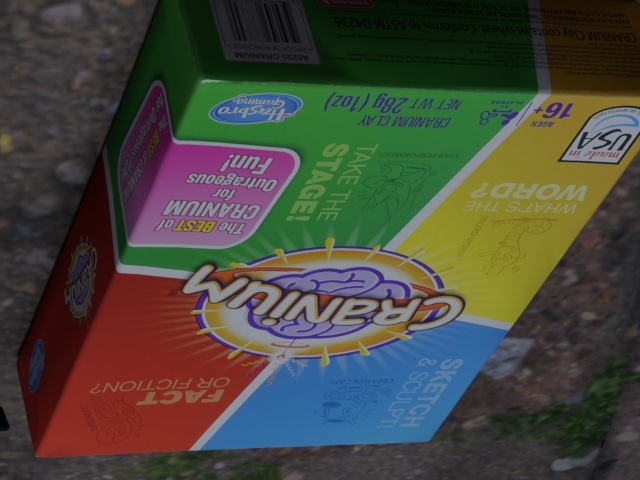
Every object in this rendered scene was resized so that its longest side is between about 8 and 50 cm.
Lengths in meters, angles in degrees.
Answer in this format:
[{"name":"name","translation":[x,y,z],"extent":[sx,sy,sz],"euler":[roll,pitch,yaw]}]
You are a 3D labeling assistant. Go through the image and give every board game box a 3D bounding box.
[{"name":"board game box","translation":[0.000,0.000,0.988],"extent":[0.242,0.064,0.316],"euler":[0,144,-23]}]

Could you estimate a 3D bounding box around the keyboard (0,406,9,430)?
[{"name":"keyboard","translation":[-0.243,0.081,0.977],"extent":[0.180,0.023,0.108],"euler":[17,142,-42]}]
